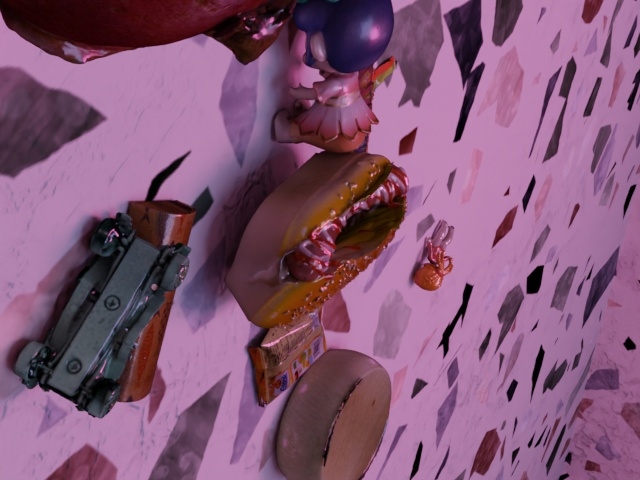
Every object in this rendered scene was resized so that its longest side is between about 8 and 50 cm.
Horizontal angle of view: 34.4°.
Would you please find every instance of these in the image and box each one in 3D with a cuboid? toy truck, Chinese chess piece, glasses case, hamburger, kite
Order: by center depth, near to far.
[{"bbox_3d":[-0.165,0.061,0.816,0.154,0.080,0.078,-62,176,-14],"label":"toy truck"},{"bbox_3d":[-0.147,0.051,0.880,0.065,0.041,0.169,-7,114,-63],"label":"glasses case"},{"bbox_3d":[0.000,0.000,1.009,0.210,0.116,0.173,-44,167,-42],"label":"hamburger"},{"bbox_3d":[0.041,-0.154,1.136,0.183,0.014,0.241,-47,147,-45],"label":"kite"},{"bbox_3d":[0.018,0.231,1.314,0.188,0.083,0.188,-39,139,-45],"label":"Chinese chess piece"}]

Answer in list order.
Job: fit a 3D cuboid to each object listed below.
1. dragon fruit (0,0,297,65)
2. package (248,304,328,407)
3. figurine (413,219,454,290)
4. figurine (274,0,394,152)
[{"bbox_3d":[-0.095,-0.211,0.535,0.250,0.315,0.250,-12,130,-15],"label":"dragon fruit"},{"bbox_3d":[-0.034,0.120,1.175,0.121,0.031,0.108,-44,145,-34],"label":"package"},{"bbox_3d":[0.171,0.022,1.503,0.064,0.047,0.109,38,65,-34],"label":"figurine"},{"bbox_3d":[0.021,-0.176,0.970,0.111,0.102,0.195,-43,144,-49],"label":"figurine"}]
